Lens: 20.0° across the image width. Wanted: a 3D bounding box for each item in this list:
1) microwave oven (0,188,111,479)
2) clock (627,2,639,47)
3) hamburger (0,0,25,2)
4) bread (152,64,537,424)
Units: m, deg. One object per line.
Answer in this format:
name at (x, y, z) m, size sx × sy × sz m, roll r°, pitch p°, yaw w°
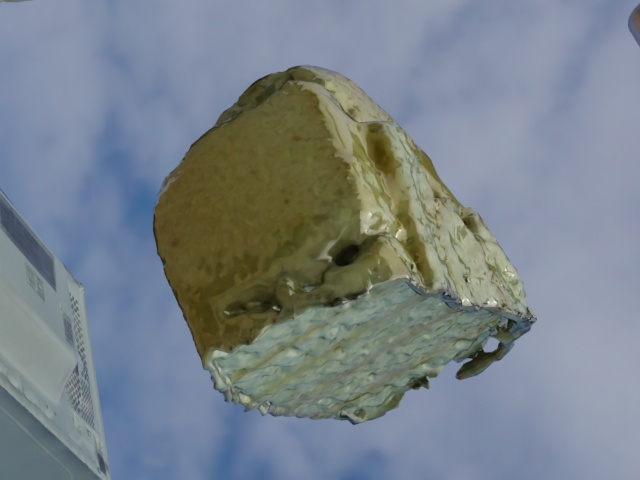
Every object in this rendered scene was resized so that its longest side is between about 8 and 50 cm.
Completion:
microwave oven at (-0.197, 0.041, 0.813) m, size 0.162 × 0.208 × 0.122 m, roll -16°, pitch -118°, yaw 6°
clock at (0.383, -0.225, 1.201) m, size 0.113 × 0.322 × 0.295 m, roll 56°, pitch -35°, yaw 7°
hamburger at (-0.166, -0.270, 0.955) m, size 0.195 × 0.318 × 0.277 m, roll -177°, pitch -104°, yaw -73°
bread at (0.001, 0.000, 0.642) m, size 0.103 × 0.156 × 0.110 m, roll -31°, pitch -113°, yaw 11°
